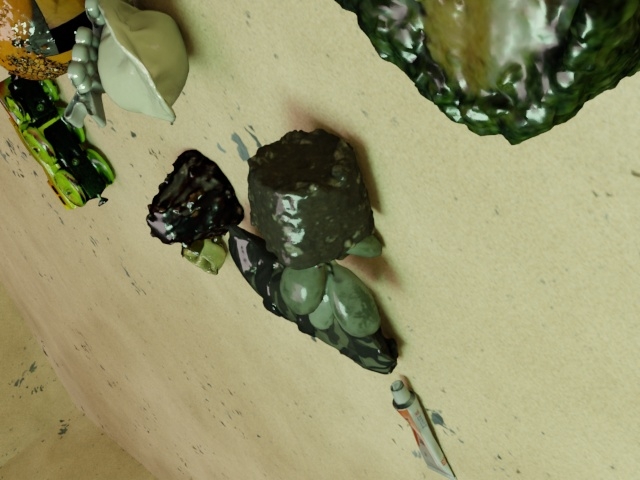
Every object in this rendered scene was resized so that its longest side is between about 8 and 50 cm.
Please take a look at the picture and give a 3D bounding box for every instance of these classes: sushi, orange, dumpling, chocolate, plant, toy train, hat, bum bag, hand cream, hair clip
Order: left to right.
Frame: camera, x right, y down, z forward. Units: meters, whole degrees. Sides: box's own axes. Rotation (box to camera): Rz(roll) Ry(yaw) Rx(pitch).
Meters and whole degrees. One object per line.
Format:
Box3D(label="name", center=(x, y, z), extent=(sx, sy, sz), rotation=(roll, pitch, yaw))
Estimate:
Box3D(label="orange", center=(-0.429, -0.350, 1.482), extent=(0.234, 0.182, 0.234), rotation=(49, 168, 15))
Box3D(label="toy train", center=(-0.504, -0.190, 1.897), extent=(0.296, 0.100, 0.160), rotation=(59, 155, -16))
Box3D(label="hair clip", center=(-0.311, -0.264, 1.408), extent=(0.054, 0.220, 0.140), rotation=(5, 166, 19))
Box3D(label="dumpling", center=(-0.246, -0.257, 1.338), extent=(0.126, 0.215, 0.166), rotation=(-7, 134, 18))
Box3D(label="chocolate", center=(-0.216, -0.050, 1.572), extent=(0.156, 0.133, 0.156), rotation=(37, 149, 27))
Box3D(label="hat", center=(-0.194, 0.016, 1.710), extent=(0.076, 0.059, 0.077), rotation=(33, 159, 1))
Box3D(label="bum bag", center=(-0.023, 0.084, 1.478), extent=(0.340, 0.095, 0.144), rotation=(35, 167, 32))
Box3D(label="plant", center=(-0.001, -0.002, 1.271), extent=(0.146, 0.149, 0.274), rotation=(47, 158, 50))
Box3D(label="hand cream", center=(0.151, 0.292, 1.542), extent=(0.216, 0.038, 0.052), rotation=(64, 180, -32))
Box3D(label="sushi", center=(0.113, -0.262, 0.688), extent=(0.352, 0.178, 0.294), rotation=(51, 152, 8))
